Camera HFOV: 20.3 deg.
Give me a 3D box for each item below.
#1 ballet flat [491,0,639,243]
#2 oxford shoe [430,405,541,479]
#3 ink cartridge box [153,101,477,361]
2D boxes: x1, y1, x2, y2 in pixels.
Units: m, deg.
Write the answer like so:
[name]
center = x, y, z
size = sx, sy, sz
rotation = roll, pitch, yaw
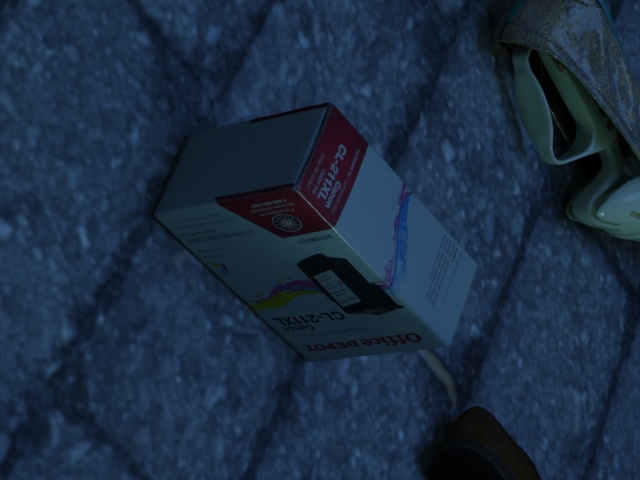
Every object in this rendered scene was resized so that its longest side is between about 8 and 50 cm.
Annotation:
[ballet flat]
center = 0.236, -0.078, 1.509
size = 0.106, 0.107, 0.316
rotation = -44, 111, -24
[oxford shoe]
center = 0.159, 0.215, 1.355
size = 0.212, 0.076, 0.076
rotation = 61, 32, -22
[ink cartridge box]
center = 0.000, 0.000, 1.163
size = 0.175, 0.127, 0.072
rotation = 46, 51, -34
